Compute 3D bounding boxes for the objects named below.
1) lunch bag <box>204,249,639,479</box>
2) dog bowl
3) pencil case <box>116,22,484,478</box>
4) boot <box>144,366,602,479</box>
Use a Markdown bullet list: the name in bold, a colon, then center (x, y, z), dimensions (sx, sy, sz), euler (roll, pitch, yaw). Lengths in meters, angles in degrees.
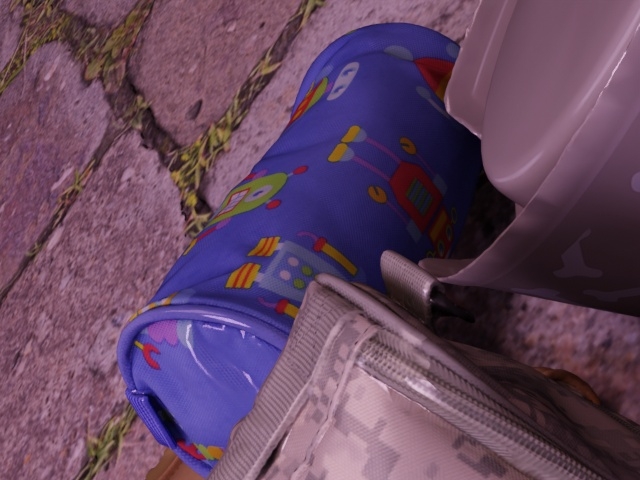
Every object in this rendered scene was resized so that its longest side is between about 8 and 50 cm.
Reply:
- **lunch bag**: center (0.025, 0.183, 0.571), dimensions (0.305, 0.256, 0.212), euler (-57, 29, 2)
- **dog bowl**: center (0.159, -0.124, 0.714), dimensions (0.349, 0.102, 0.349), euler (-157, 90, -82)
- **pencil case**: center (0.000, 0.000, 0.840), dimensions (0.133, 0.119, 0.306), euler (-17, 26, 30)
- **boot**: center (-0.007, 0.160, 0.819), dimensions (0.269, 0.089, 0.236), euler (1, 63, 56)
